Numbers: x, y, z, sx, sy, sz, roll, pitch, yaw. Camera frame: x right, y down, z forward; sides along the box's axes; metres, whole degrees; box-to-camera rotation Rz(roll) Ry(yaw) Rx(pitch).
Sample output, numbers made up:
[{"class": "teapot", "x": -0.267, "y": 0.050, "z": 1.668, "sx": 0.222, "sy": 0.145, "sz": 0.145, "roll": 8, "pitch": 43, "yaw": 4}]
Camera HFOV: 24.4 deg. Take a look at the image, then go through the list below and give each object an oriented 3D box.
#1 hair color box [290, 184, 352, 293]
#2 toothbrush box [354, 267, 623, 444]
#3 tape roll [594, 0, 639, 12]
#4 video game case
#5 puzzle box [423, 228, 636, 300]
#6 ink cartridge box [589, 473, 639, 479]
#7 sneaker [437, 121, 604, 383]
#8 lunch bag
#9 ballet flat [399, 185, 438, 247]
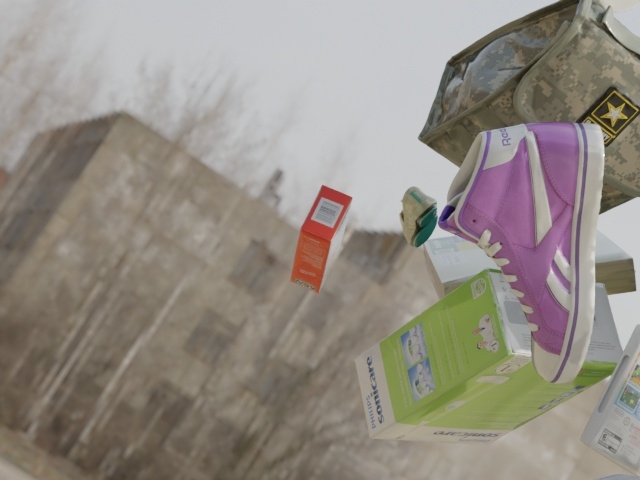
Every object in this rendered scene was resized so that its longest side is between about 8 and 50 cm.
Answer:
[{"class": "hair color box", "x": 0.000, "y": 0.000, "z": 1.826, "sx": 0.043, "sy": 0.072, "sz": 0.141, "roll": 23, "pitch": -30, "yaw": 6}, {"class": "toothbrush box", "x": 0.212, "y": 0.156, "z": 1.893, "sx": 0.206, "sy": 0.122, "sz": 0.283, "roll": 8, "pitch": -33, "yaw": -34}, {"class": "tape roll", "x": 0.373, "y": -0.413, "z": 1.729, "sx": 0.100, "sy": 0.286, "sz": 0.286, "roll": 39, "pitch": -6, "yaw": 27}, {"class": "video game case", "x": 0.359, "y": 0.183, "z": 1.637, "sx": 0.019, "sy": 0.143, "sz": 0.157, "roll": 22, "pitch": -8, "yaw": 45}, {"class": "puzzle box", "x": 0.304, "y": 0.034, "z": 2.249, "sx": 0.272, "sy": 0.052, "sz": 0.409, "roll": -8, "pitch": 9, "yaw": 2}, {"class": "ink cartridge box", "x": 0.307, "y": 0.286, "z": 1.405, "sx": 0.063, "sy": 0.109, "sz": 0.150, "roll": -10, "pitch": 0, "yaw": -21}, {"class": "sneaker", "x": 0.197, "y": 0.015, "z": 1.518, "sx": 0.161, "sy": 0.282, "sz": 0.102, "roll": -2, "pitch": 18, "yaw": -5}, {"class": "lunch bag", "x": 0.304, "y": -0.156, "z": 1.784, "sx": 0.235, "sy": 0.169, "sz": 0.287, "roll": 34, "pitch": -34, "yaw": -20}, {"class": "ballet flat", "x": 0.138, "y": -0.038, "z": 2.110, "sx": 0.052, "sy": 0.057, "sz": 0.168, "roll": 46, "pitch": -13, "yaw": 12}]
